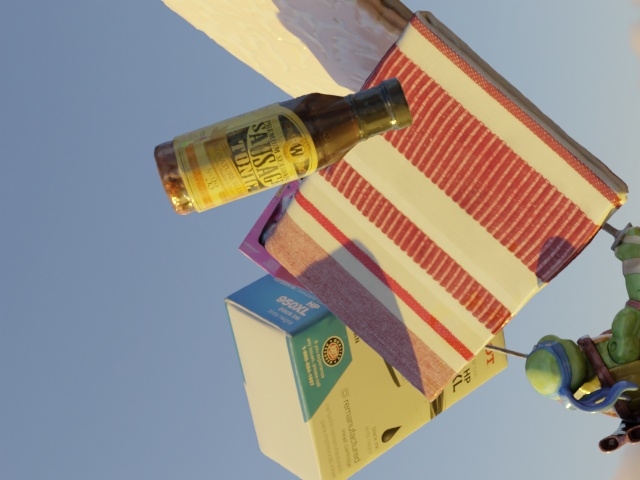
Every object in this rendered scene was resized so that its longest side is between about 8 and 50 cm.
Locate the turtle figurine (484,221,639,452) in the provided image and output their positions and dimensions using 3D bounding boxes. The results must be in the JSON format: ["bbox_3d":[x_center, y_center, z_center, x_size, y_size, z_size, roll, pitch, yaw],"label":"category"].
[{"bbox_3d":[0.280,0.068,1.043,0.266,0.275,0.197,8,-74,-27],"label":"turtle figurine"}]

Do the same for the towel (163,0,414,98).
[{"bbox_3d":[-0.028,-0.253,1.270,0.332,0.317,0.053,34,-108,-31],"label":"towel"}]

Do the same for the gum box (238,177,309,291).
[{"bbox_3d":[0.000,0.000,1.241,0.107,0.062,0.188,-57,-32,4],"label":"gum box"}]

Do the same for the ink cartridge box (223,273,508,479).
[{"bbox_3d":[0.082,0.142,1.683,0.395,0.166,0.285,-29,-58,-30],"label":"ink cartridge box"}]

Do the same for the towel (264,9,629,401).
[{"bbox_3d":[0.098,-0.019,1.018,0.037,0.237,0.329,-40,-11,-45],"label":"towel"}]

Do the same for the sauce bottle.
[{"bbox_3d":[-0.018,-0.050,0.562,0.042,0.128,0.042,-21,-90,-87],"label":"sauce bottle"}]
